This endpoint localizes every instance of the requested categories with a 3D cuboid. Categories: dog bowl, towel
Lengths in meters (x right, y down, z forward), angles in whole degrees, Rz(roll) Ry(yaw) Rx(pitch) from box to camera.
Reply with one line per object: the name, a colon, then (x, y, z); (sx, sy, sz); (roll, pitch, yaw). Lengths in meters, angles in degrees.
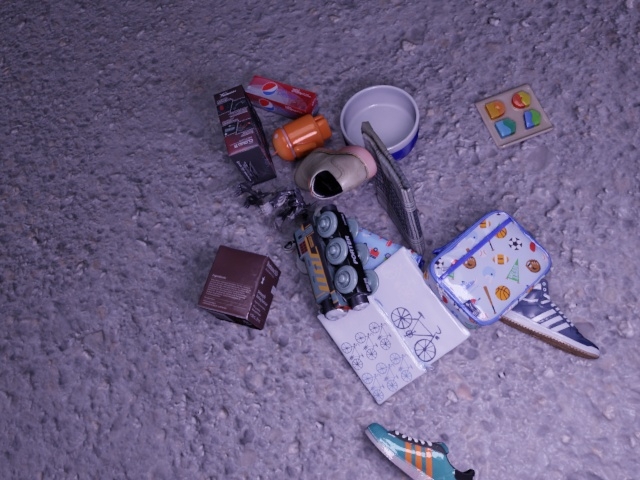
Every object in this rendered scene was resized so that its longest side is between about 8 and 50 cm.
dog bowl: (0.204, -0.393, 1.724); (0.265, 0.104, 0.264); (-4, 68, 9)
towel: (0.206, -0.150, 1.488); (0.056, 0.312, 0.324); (-25, 51, 2)

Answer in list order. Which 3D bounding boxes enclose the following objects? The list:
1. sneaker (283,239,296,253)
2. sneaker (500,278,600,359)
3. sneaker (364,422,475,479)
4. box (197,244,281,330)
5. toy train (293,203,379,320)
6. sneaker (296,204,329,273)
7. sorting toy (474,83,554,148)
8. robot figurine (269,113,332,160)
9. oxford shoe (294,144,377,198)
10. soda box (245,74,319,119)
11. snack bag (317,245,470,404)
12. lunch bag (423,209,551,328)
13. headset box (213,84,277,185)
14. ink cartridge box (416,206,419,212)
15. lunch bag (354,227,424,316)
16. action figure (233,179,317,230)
sneaker: (-0.085, 0.010, 1.654); (0.083, 0.037, 0.032); (-40, 65, -8)
sneaker: (0.647, 0.207, 1.399); (0.282, 0.099, 0.153); (25, 77, 22)
sneaker: (0.262, 0.564, 1.331); (0.302, 0.108, 0.121); (35, 78, 13)
box: (-0.245, 0.148, 1.557); (0.167, 0.168, 0.203); (12, 72, 16)
toy train: (0.038, 0.063, 1.445); (0.190, 0.142, 0.333); (-37, 59, 34)
sneaker: (0.000, 0.000, 1.621); (0.090, 0.095, 0.234); (26, 95, 15)
sorting toy: (0.646, -0.422, 1.685); (0.193, 0.038, 0.208); (-20, 66, 3)
robot figurine: (-0.073, -0.356, 1.749); (0.220, 0.128, 0.158); (-25, 73, 1)
oxford shoe: (0.001, -0.200, 1.557); (0.146, 0.397, 0.140); (-41, 106, -24)
soda box: (-0.140, -0.517, 1.847); (0.264, 0.092, 0.083); (22, 73, 19)
snack bag: (0.202, 0.239, 1.425); (0.343, 0.037, 0.323); (-39, 75, 15)
lunch bag: (0.435, 0.075, 1.349); (0.303, 0.115, 0.243); (-37, 78, -13)
headset box: (-0.253, -0.344, 1.731); (0.110, 0.218, 0.293); (-20, 66, 4)
ink cartridge box: (0.278, -0.125, 1.599); (0.029, 0.115, 0.062); (-29, 65, 11)
lunch bag: (0.150, 0.139, 1.525); (0.221, 0.138, 0.293); (25, 87, 18)
action figure: (-0.144, -0.109, 1.654); (0.276, 0.164, 0.140); (17, 62, 27)
